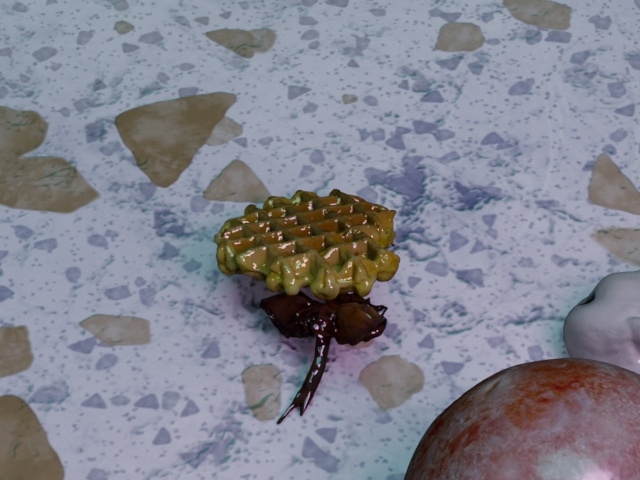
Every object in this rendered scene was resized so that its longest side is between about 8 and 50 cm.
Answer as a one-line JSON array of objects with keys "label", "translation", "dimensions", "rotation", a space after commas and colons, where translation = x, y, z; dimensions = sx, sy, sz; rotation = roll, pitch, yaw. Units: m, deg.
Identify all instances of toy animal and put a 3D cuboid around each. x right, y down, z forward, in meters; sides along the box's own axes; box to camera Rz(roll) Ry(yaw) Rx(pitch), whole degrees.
[{"label": "toy animal", "translation": [0.457, 0.084, 1.734], "dimensions": [0.357, 0.194, 0.258], "rotation": [-19, 40, -4]}]

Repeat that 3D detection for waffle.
[{"label": "waffle", "translation": [0.000, -0.001, 1.849], "dimensions": [0.249, 0.056, 0.253], "rotation": [12, 25, 31]}]

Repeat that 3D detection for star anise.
[{"label": "star anise", "translation": [0.010, 0.129, 1.783], "dimensions": [0.140, 0.144, 0.158], "rotation": [-4, 7, -13]}]

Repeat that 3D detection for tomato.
[{"label": "tomato", "translation": [0.232, 0.267, 1.487], "dimensions": [0.316, 0.317, 0.282], "rotation": [-15, 40, -12]}]
